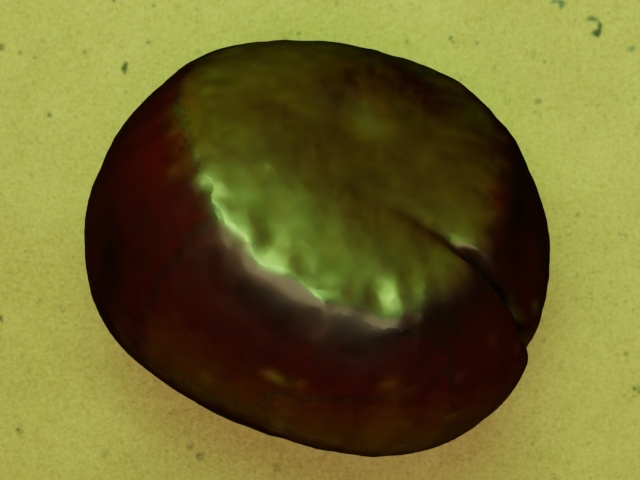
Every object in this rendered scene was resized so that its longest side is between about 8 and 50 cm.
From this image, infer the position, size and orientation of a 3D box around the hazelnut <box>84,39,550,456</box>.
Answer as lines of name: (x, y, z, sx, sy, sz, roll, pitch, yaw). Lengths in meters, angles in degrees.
hazelnut: (0.000, 0.000, 1.145, 0.429, 0.402, 0.402, 12, 105, -4)
